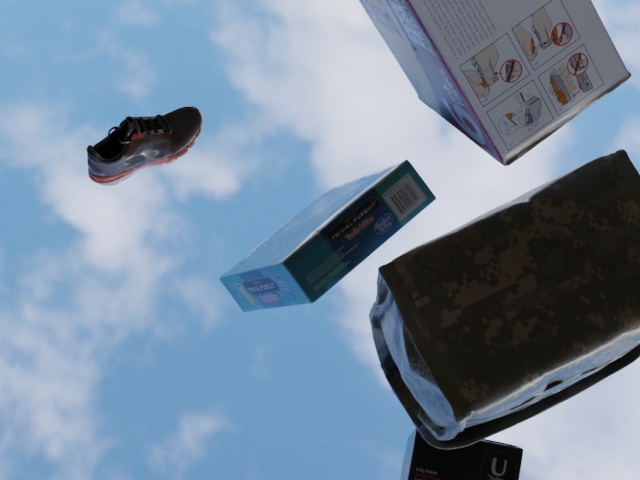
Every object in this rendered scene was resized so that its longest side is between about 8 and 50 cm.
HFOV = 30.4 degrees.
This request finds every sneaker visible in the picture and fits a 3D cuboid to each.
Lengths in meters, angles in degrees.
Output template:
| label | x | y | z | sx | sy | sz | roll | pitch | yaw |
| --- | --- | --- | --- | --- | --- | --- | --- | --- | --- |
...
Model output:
| label | x | y | z | sx | sy | sz | roll | pitch | yaw |
| --- | --- | --- | --- | --- | --- | --- | --- | --- | --- |
| sneaker | -0.210 | -0.124 | 1.415 | 0.158 | 0.065 | 0.061 | -33 | -121 | -17 |

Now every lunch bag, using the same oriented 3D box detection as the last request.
| label | x | y | z | sx | sy | sz | roll | pitch | yaw |
| --- | --- | --- | --- | --- | --- | --- | --- | --- | --- |
| lunch bag | 0.175 | 0.070 | 1.059 | 0.235 | 0.287 | 0.169 | -26 | -103 | -6 |

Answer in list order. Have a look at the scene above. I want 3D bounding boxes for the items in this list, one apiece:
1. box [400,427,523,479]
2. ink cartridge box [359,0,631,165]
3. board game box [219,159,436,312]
| label | x | y | z | sx | sy | sz | roll | pitch | yaw |
| --- | --- | --- | --- | --- | --- | --- | --- | --- | --- |
| box | 0.162 | 0.391 | 1.517 | 0.143 | 0.165 | 0.270 | 11 | -104 | 2 |
| ink cartridge box | 0.080 | -0.250 | 0.966 | 0.130 | 0.309 | 0.272 | -36 | -154 | 0 |
| board game box | 0.000 | 0.000 | 1.844 | 0.254 | 0.336 | 0.079 | -39 | -81 | -20 |
